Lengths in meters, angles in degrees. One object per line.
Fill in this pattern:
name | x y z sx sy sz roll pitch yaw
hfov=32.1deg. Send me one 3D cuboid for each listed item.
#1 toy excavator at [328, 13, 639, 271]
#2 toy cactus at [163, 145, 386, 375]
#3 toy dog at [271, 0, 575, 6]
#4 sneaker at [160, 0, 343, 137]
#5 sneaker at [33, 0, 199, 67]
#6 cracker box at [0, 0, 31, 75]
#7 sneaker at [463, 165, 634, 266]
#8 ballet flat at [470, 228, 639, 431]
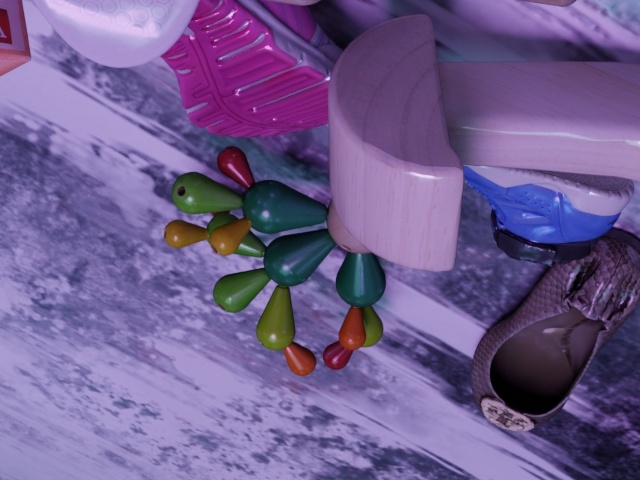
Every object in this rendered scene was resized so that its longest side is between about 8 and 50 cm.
toy excavator | 0.275 0.000 0.571 0.433 0.445 0.222 -22 141 -17
toy cactus | 0.000 0.000 0.800 0.180 0.112 0.219 -31 118 24
toy dog | 0.057 -0.250 0.453 0.220 0.161 0.333 24 127 1
sneaker | -0.055 -0.144 0.640 0.103 0.111 0.252 -11 153 27
sneaker | -0.090 -0.232 0.479 0.105 0.147 0.295 -4 116 5
cracker box | -0.240 -0.183 0.587 0.156 0.232 0.067 -16 172 37
sneaker | 0.115 -0.030 0.722 0.152 0.058 0.084 17 133 -4
ballet flat | 0.170 0.083 0.830 0.084 0.058 0.250 23 142 0
